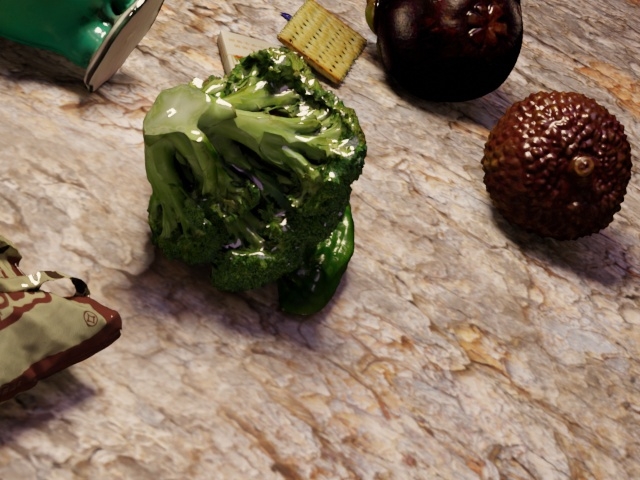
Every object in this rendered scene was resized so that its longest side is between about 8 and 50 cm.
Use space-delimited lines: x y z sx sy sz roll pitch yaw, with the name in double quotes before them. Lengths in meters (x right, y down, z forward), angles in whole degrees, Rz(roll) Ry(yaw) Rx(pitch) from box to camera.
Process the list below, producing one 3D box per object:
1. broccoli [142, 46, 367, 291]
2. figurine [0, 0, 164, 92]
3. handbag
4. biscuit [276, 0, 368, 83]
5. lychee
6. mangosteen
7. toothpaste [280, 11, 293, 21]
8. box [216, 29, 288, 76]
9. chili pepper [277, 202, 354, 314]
"broccoli" -0.094 -0.096 1.457 0.308 0.308 0.275 48 0 31
"figurine" -0.397 -0.382 1.680 0.340 0.323 0.231 35 -2 -2
"handbag" -0.338 0.072 1.184 0.213 0.127 0.235 33 30 15
"biscuit" 0.006 -0.347 2.109 0.139 0.016 0.231 36 29 -7
"lychee" 0.359 -0.116 1.868 0.236 0.235 0.271 23 7 -5
"mangosteen" 0.209 -0.361 2.115 0.288 0.287 0.233 3 67 -33
"toothpaste" -0.041 -0.385 2.161 0.024 0.015 0.083 -1 35 -49
"box" -0.091 -0.256 1.922 0.122 0.032 0.220 13 33 -22
"chili pepper" -0.005 0.002 1.569 0.100 0.074 0.257 21 33 -8
